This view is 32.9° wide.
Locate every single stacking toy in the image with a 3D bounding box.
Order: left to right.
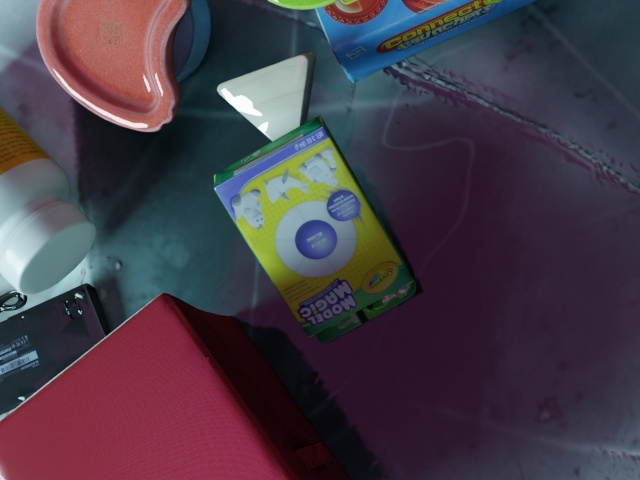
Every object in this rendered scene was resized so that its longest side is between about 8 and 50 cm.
[{"bbox_3d":[-0.084,-0.241,0.930,0.280,0.130,0.308,23,114,9],"label":"stacking toy"}]

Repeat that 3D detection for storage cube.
[{"bbox_3d":[-0.114,0.181,0.859,0.215,0.184,0.193,-38,75,4],"label":"storage cube"}]

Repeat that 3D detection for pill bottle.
[{"bbox_3d":[-0.301,-0.053,0.970,0.208,0.117,0.117,44,92,14],"label":"pill bottle"}]

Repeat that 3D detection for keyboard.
[{"bbox_3d":[-0.281,0.096,0.992,0.180,0.023,0.108,-24,83,7],"label":"keyboard"}]

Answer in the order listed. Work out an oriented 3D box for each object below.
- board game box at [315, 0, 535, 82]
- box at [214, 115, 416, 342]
[{"bbox_3d":[0.102,-0.342,0.948,0.302,0.086,0.308,-23,77,7],"label":"board game box"},{"bbox_3d":[0.000,0.000,0.899,0.105,0.043,0.179,-29,111,6],"label":"box"}]
